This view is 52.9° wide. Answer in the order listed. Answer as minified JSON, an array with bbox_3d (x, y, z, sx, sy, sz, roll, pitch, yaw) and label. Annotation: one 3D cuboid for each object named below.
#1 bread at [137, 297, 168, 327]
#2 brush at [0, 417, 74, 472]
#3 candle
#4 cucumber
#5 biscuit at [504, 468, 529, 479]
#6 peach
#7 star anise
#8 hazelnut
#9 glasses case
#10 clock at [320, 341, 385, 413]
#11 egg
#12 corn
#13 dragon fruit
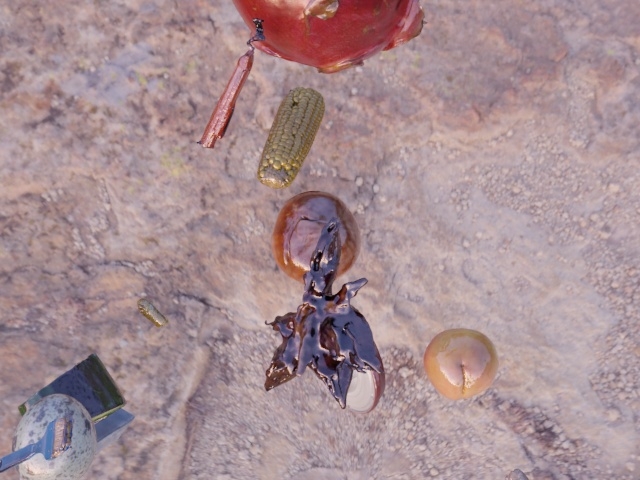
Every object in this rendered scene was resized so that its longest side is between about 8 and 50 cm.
[{"bbox_3d":[-0.388,0.168,1.482,0.033,0.049,0.088,-45,117,-12],"label":"bread"},{"bbox_3d":[-0.385,0.281,0.862,0.164,0.014,0.051,-30,49,25],"label":"brush"},{"bbox_3d":[-0.099,-0.179,0.750,0.026,0.021,0.167,32,116,2],"label":"candle"},{"bbox_3d":[-0.503,0.331,1.319,0.191,0.191,0.130,-36,86,-11],"label":"cucumber"},{"bbox_3d":[0.369,0.573,1.227,0.032,0.250,0.133,4,23,-35],"label":"biscuit"},{"bbox_3d":[0.333,0.291,1.534,0.184,0.184,0.184,-1,68,2],"label":"peach"},{"bbox_3d":[0.009,0.101,0.683,0.157,0.053,0.212,48,117,28],"label":"star anise"},{"bbox_3d":[0.000,0.000,1.195,0.182,0.182,0.182,-1,68,2],"label":"hazelnut"},{"bbox_3d":[-0.542,0.462,1.429,0.056,0.266,0.105,46,120,10],"label":"glasses case"},{"bbox_3d":[0.040,0.293,1.623,0.080,0.318,0.318,-23,67,-28],"label":"clock"},{"bbox_3d":[-0.443,0.334,1.076,0.132,0.132,0.172,16,112,9],"label":"egg"},{"bbox_3d":[-0.071,-0.256,1.566,0.119,0.119,0.321,16,60,9],"label":"corn"},{"bbox_3d":[0.000,-0.341,0.830,0.250,0.315,0.250,-12,55,17],"label":"dragon fruit"}]
